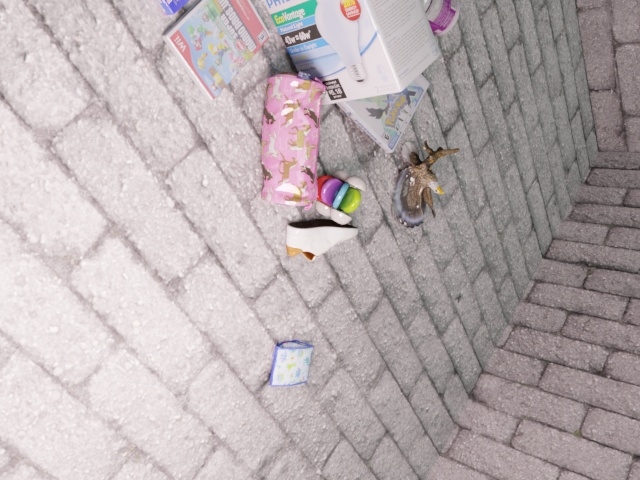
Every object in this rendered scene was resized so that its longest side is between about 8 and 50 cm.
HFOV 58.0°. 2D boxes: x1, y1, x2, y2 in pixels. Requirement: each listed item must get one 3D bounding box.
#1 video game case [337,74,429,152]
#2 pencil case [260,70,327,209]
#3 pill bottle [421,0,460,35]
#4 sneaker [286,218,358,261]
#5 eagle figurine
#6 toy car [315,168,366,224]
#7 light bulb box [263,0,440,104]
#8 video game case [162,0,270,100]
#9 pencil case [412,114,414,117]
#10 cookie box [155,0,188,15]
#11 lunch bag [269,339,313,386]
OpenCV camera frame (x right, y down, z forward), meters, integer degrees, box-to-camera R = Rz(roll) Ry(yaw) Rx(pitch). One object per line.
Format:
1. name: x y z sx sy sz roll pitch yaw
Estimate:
1. video game case: 0.213 -0.519 1.985 0.300 0.036 0.329 39 68 -25
2. pencil case: -0.080 -0.287 1.676 0.160 0.167 0.386 -4 103 -45
3. pill bottle: 0.348 -0.838 2.034 0.301 0.169 0.169 0 98 -47
4. sneaker: 0.000 0.000 1.884 0.290 0.106 0.123 -4 110 -39
5. eagle figurine: 0.395 -0.217 2.230 0.226 0.225 0.298 12 126 -10
6. toy car: 0.046 -0.151 1.837 0.136 0.182 0.159 26 93 -42
7. light bulb box: 0.087 -0.611 1.637 0.225 0.358 0.361 -47 122 -31
8. video game case: -0.265 -0.541 1.531 0.285 0.025 0.204 -56 133 -24
9. pencil case: 0.278 -0.485 2.105 0.151 0.064 0.070 10 52 -47
10. cookie box: -0.360 -0.616 1.401 0.107 0.040 0.092 -54 132 -26
11. lunch bag: -0.104 0.391 1.839 0.151 0.096 0.129 4 95 -57
